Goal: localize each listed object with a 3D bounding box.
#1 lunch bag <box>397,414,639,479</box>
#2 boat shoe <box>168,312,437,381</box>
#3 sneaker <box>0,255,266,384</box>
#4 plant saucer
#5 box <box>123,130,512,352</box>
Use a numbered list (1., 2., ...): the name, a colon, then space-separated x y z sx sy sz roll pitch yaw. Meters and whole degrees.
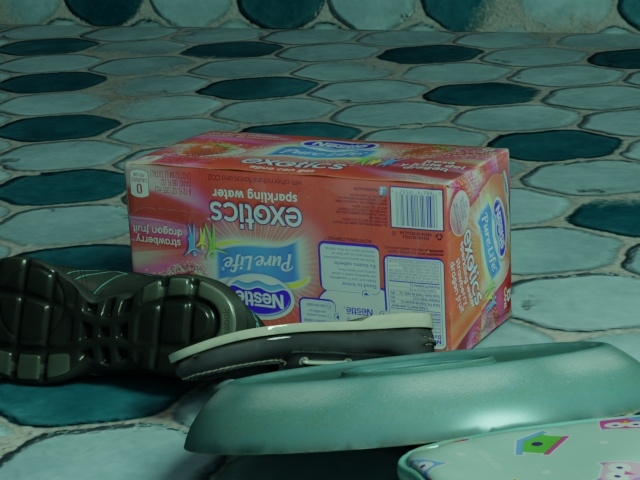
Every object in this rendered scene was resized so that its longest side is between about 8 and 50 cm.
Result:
1. lunch bag: 0.173 0.180 0.966 0.224 0.108 0.279 -5 15 -15
2. boat shoe: -0.009 0.094 1.379 0.206 0.065 0.075 -5 -7 -21
3. sneaker: -0.168 0.071 1.494 0.267 0.101 0.106 6 -3 22
4. plant saucer: 0.066 0.100 1.231 0.317 0.044 0.317 -5 -1 0
5. box: 0.000 0.000 1.575 0.300 0.154 0.142 4 16 27
